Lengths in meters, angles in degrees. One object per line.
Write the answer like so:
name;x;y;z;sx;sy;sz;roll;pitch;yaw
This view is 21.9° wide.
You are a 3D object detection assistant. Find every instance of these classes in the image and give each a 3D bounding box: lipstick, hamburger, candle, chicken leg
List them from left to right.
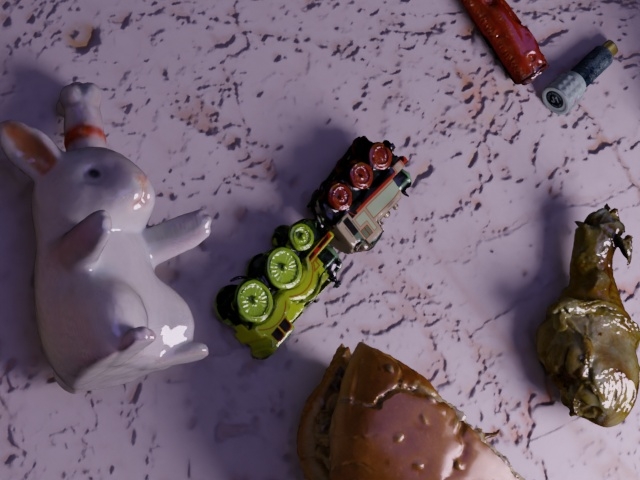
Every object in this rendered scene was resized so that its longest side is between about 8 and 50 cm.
hamburger;0.094;0.228;1.481;0.283;0.144;0.156;43;64;-11
candle;0.178;-0.234;1.690;0.048;0.053;0.162;-33;89;-32
lipstick;0.278;-0.176;1.728;0.116;0.037;0.037;-41;95;-30
chicken leg;0.264;0.070;1.629;0.103;0.088;0.227;2;79;-10

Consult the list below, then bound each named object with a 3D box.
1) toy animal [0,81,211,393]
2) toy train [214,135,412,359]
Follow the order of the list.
toy animal;-0.185;-0.014;1.419;0.140;0.138;0.282;6;76;-59
toy train;0.000;0.000;1.550;0.085;0.053;0.249;48;63;-15
